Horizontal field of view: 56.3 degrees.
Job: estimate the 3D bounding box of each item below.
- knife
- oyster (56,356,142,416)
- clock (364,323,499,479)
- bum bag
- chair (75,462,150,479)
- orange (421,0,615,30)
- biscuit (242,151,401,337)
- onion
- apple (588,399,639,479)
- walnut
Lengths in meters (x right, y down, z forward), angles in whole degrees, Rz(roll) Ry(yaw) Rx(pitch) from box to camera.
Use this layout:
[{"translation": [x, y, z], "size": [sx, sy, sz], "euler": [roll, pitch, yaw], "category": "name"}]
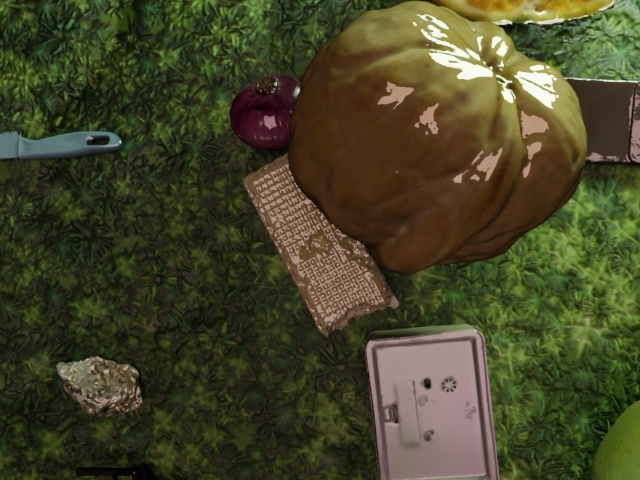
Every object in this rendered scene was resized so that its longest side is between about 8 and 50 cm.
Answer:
[{"translation": [-0.421, -0.130, 0.822], "size": [0.313, 0.019, 0.045], "euler": [-4, 83, 6], "category": "knife"}, {"translation": [-0.294, 0.194, 0.802], "size": [0.100, 0.037, 0.098], "euler": [-22, 89, 5], "category": "oyster"}, {"translation": [0.136, 0.206, 0.742], "size": [0.147, 0.071, 0.192], "euler": [-7, 90, 6], "category": "clock"}, {"translation": [0.366, -0.147, 0.738], "size": [0.159, 0.026, 0.109], "euler": [3, 92, 6], "category": "bum bag"}, {"translation": [-0.212, 0.357, 0.785], "size": [0.212, 0.101, 0.084], "euler": [13, 94, -32], "category": "chair"}, {"translation": [0.207, -0.366, 0.642], "size": [0.310, 0.274, 0.274], "euler": [-22, 88, -38], "category": "orange"}, {"translation": [0.000, 0.000, 0.758], "size": [0.108, 0.062, 0.239], "euler": [-28, 89, 5], "category": "biscuit"}, {"translation": [-0.057, -0.153, 0.745], "size": [0.115, 0.104, 0.115], "euler": [-1, 51, 1], "category": "onion"}, {"translation": [0.447, 0.292, 0.583], "size": [0.357, 0.357, 0.357], "euler": [0, 91, 6], "category": "apple"}, {"translation": [0.112, -0.104, 0.641], "size": [0.296, 0.285, 0.285], "euler": [20, 93, -16], "category": "walnut"}]
